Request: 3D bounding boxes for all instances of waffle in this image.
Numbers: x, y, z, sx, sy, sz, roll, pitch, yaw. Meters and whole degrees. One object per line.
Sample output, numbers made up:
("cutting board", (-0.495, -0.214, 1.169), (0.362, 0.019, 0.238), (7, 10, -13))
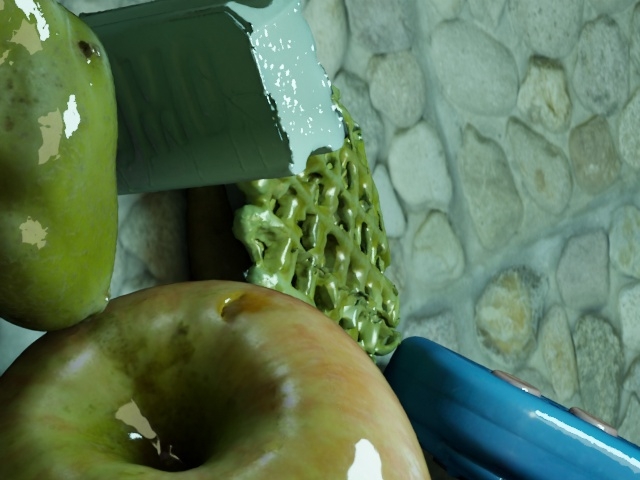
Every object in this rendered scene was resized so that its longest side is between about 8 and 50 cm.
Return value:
("waffle", (0.000, 0.000, 1.833), (0.317, 0.073, 0.297), (-44, 121, -67))

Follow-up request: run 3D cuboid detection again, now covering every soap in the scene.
("soap", (-0.111, -0.120, 1.607), (0.094, 0.261, 0.150), (-39, 115, -43))

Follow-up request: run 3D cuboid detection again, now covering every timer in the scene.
("timer", (0.220, 0.210, 1.896), (0.340, 0.309, 0.115), (28, 90, -9))

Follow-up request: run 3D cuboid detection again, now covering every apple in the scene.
("apple", (-0.090, 0.243, 1.500), (0.391, 0.391, 0.346), (-57, 147, -39))

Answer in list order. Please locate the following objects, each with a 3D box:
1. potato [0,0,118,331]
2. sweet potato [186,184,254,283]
("potato", (-0.253, -0.095, 1.445), (0.202, 0.218, 0.351), (-27, 98, -25))
("sweet potato", (-0.091, 0.006, 1.785), (0.069, 0.059, 0.249), (-44, 118, -68))
